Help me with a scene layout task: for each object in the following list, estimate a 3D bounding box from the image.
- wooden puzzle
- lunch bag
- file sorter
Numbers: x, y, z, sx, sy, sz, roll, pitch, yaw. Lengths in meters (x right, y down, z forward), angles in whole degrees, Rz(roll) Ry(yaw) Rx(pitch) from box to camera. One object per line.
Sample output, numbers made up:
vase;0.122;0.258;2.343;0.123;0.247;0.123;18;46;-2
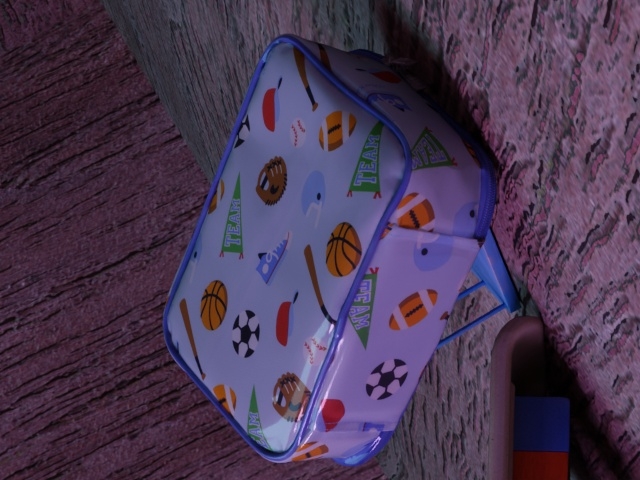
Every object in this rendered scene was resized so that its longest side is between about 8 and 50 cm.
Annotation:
wooden puzzle;0.170;0.275;1.565;0.322;0.081;0.347;75;-158;-65
lunch bag;0.000;0.000;1.450;0.115;0.303;0.243;8;-155;-38
file sorter;0.068;-0.003;1.581;0.170;0.104;0.118;52;169;54
